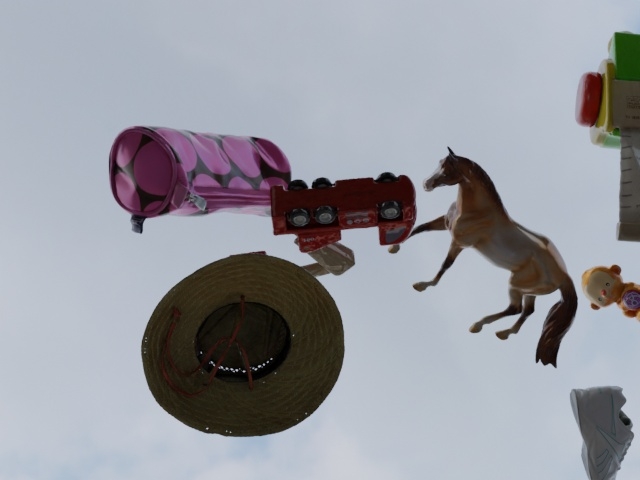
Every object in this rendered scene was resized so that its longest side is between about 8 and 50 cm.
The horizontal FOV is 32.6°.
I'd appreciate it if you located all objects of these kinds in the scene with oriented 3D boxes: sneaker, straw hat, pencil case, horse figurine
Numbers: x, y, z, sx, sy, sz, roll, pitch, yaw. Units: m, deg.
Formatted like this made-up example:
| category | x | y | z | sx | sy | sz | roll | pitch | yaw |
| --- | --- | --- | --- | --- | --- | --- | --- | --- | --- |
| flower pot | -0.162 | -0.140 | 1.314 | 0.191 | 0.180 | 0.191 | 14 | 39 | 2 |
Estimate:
| category | x | y | z | sx | sy | sz | roll | pitch | yaw |
| --- | --- | --- | --- | --- | --- | --- | --- | --- | --- |
| sneaker | 0.313 | 0.224 | 1.189 | 0.061 | 0.054 | 0.152 | -13 | -64 | 3 |
| straw hat | -0.058 | 0.070 | 0.798 | 0.144 | 0.061 | 0.144 | -1 | -80 | -8 |
| pencil case | -0.107 | -0.060 | 1.062 | 0.098 | 0.209 | 0.095 | 20 | -76 | 30 |
| horse figurine | 0.199 | 0.025 | 1.244 | 0.263 | 0.066 | 0.174 | 39 | -56 | -3 |

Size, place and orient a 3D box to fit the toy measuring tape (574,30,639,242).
| category | x | y | z | sx | sy | sz | roll | pitch | yaw |
| --- | --- | --- | --- | --- | --- | --- | --- | --- | --- |
| toy measuring tape | 0.363 | -0.115 | 1.309 | 0.121 | 0.330 | 0.121 | 6 | -33 | 4 |

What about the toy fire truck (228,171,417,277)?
| category | x | y | z | sx | sy | sz | roll | pitch | yaw |
| --- | --- | --- | --- | --- | --- | --- | --- | --- | --- |
| toy fire truck | 0.000 | 0.000 | 1.087 | 0.192 | 0.047 | 0.135 | -5 | -41 | 0 |

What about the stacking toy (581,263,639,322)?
| category | x | y | z | sx | sy | sz | roll | pitch | yaw |
| --- | --- | --- | --- | --- | --- | --- | --- | --- | --- |
| stacking toy | 0.464 | 0.108 | 1.354 | 0.302 | 0.166 | 0.175 | 26 | -62 | 8 |
